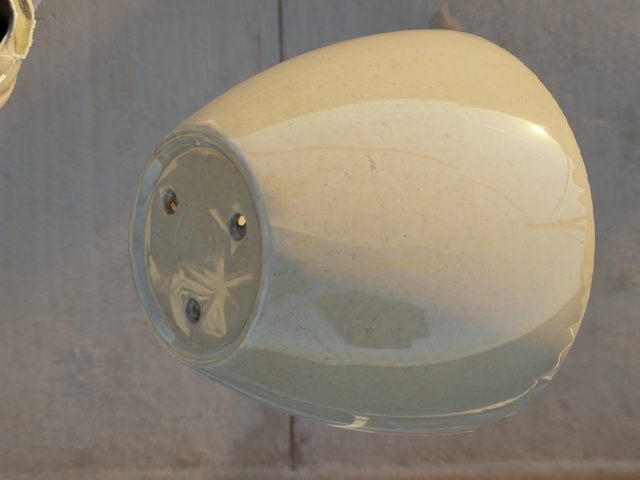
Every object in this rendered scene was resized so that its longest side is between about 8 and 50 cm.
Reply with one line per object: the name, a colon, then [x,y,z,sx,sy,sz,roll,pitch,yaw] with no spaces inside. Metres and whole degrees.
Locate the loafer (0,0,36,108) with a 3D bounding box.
loafer: [-0.207,-0.117,0.603,0.102,0.268,0.092,35,112,-18]

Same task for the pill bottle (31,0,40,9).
pill bottle: [-0.272,-0.252,0.734,0.229,0.131,0.131,31,87,-18]

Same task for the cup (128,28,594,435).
cup: [0.000,0.000,0.826,0.237,0.331,0.331,-4,88,-42]
